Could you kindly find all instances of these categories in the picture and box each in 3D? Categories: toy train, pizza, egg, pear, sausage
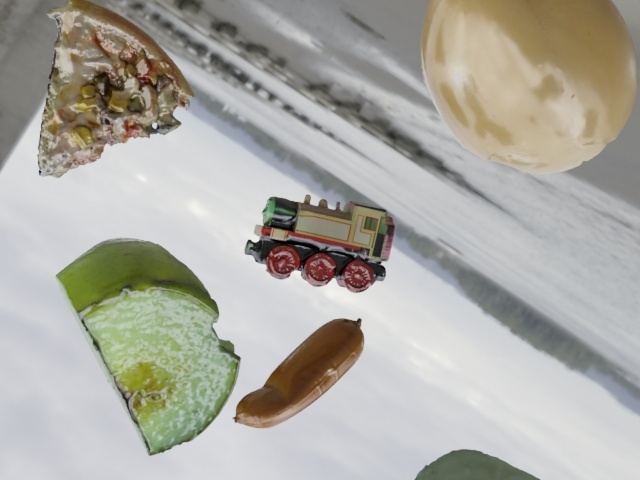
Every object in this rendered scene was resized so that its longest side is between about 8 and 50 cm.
[{"bbox_3d":[0.000,0.000,0.856,0.138,0.087,0.050,11,180,-14],"label":"toy train"},{"bbox_3d":[-0.243,-0.148,0.979,0.185,0.195,0.052,36,171,-24],"label":"pizza"},{"bbox_3d":[0.202,-0.184,0.904,0.244,0.201,0.201,50,174,-36],"label":"egg"},{"bbox_3d":[-0.236,0.107,1.203,0.292,0.159,0.292,50,159,28],"label":"pear"},{"bbox_3d":[-0.016,0.147,0.983,0.062,0.183,0.054,15,140,52],"label":"sausage"}]

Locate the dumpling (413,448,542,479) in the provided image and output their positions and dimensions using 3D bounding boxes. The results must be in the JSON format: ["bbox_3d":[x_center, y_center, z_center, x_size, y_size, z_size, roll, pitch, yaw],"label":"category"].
[{"bbox_3d":[0.244,0.511,1.478,0.320,0.212,0.270,0,-148,-31],"label":"dumpling"}]
